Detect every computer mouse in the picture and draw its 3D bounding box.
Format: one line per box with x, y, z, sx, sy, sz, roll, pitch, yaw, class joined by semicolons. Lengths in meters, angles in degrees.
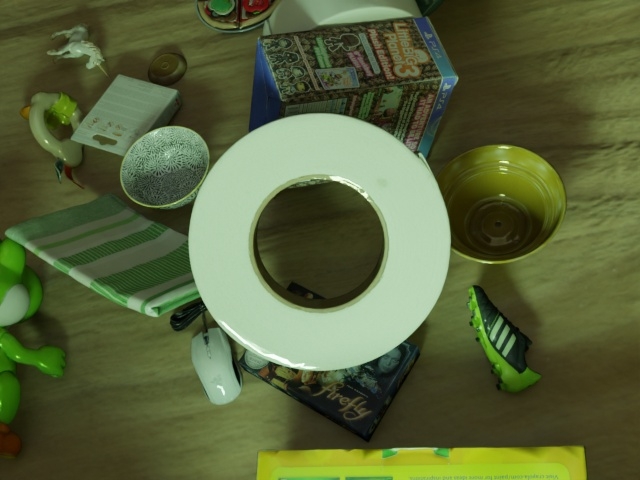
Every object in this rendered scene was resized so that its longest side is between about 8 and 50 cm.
-0.181;0.177;1.483;0.106;0.042;0.193;-24;60;-1;computer mouse

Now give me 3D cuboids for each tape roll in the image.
0.000;0.000;1.342;0.391;0.072;0.392;0;99;1;tape roll
0.045;-0.331;1.555;0.286;0.286;0.100;-19;61;3;tape roll

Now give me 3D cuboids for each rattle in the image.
-0.529;-0.179;1.739;0.142;0.130;0.200;-14;87;18;rattle

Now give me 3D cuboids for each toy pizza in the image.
-0.164;-0.512;1.844;0.201;0.032;0.201;-6;62;11;toy pizza

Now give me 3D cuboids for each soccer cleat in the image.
0.280;0.147;1.385;0.072;0.060;0.179;-16;67;-6;soccer cleat

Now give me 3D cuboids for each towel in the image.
-0.326;0.017;1.522;0.324;0.038;0.248;28;30;25;towel

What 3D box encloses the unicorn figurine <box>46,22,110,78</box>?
-0.502;-0.398;1.848;0.111;0.060;0.162;-15;61;6;unicorn figurine

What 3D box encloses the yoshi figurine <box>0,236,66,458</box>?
-0.549;0.178;1.528;0.203;0.203;0.362;-10;69;54;yoshi figurine

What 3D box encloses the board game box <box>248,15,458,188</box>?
0.044;-0.223;1.481;0.290;0.232;0.141;-10;59;-16;board game box

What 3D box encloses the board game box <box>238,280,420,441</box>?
0.013;0.188;1.431;0.243;0.042;0.165;25;71;24;board game box

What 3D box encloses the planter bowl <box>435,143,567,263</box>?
0.287;-0.043;1.459;0.217;0.090;0.217;-5;63;10;planter bowl

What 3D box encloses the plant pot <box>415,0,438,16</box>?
0.175;-0.546;1.629;0.247;0.248;0.252;29;79;-8;plant pot

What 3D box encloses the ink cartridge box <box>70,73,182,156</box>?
-0.371;-0.232;1.731;0.145;0.045;0.179;18;63;21;ink cartridge box

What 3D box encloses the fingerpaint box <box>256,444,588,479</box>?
0.136;0.474;1.184;0.444;0.163;0.371;-4;61;12;fingerpaint box

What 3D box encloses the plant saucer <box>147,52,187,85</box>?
-0.310;-0.348;1.803;0.083;0.015;0.083;-5;62;10;plant saucer

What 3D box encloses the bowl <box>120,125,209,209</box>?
-0.271;-0.117;1.636;0.170;0.080;0.170;-6;62;11;bowl
